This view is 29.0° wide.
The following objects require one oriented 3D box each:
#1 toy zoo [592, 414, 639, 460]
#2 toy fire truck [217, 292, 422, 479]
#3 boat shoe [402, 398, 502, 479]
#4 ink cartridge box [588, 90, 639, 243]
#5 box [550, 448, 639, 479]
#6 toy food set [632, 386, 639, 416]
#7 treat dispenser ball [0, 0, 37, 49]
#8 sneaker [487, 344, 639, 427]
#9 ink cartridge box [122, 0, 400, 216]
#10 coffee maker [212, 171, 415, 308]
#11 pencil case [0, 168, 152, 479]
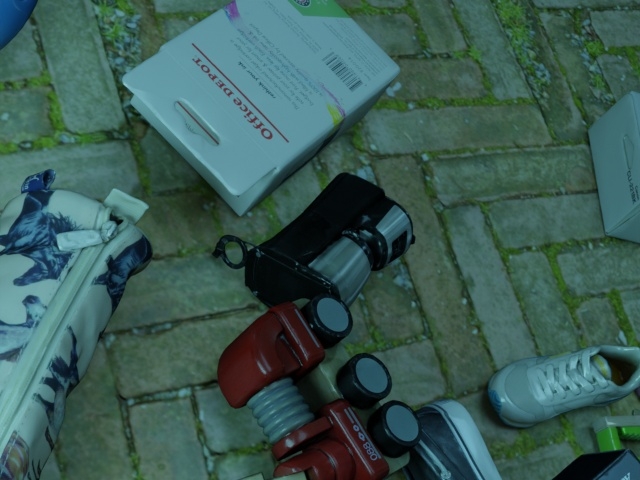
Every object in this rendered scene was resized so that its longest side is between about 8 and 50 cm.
[{"bbox_3d":[0.461,0.362,1.556,0.192,0.030,0.293,3,62,-27],"label":"toy zoo"},{"bbox_3d":[-0.053,0.199,1.316,0.246,0.158,0.217,-19,71,-47],"label":"toy fire truck"},{"bbox_3d":[0.168,0.324,1.372,0.102,0.108,0.301,-17,72,-30],"label":"boat shoe"},{"bbox_3d":[0.548,-0.088,1.843,0.272,0.114,0.197,13,56,-23],"label":"ink cartridge box"},{"bbox_3d":[0.258,0.433,1.215,0.343,0.179,0.312,-39,84,-10],"label":"box"},{"bbox_3d":[0.458,0.197,1.673,0.078,0.019,0.122,31,50,-9],"label":"toy food set"},{"bbox_3d":[-0.435,-0.316,1.312,0.288,0.288,0.288,14,55,-21],"label":"treat dispenser ball"},{"bbox_3d":[0.309,0.173,1.556,0.228,0.092,0.087,-8,67,-32],"label":"sneaker"},{"bbox_3d":[-0.085,-0.177,1.534,0.207,0.119,0.353,46,49,3],"label":"ink cartridge box"},{"bbox_3d":[0.000,0.000,1.471,0.171,0.120,0.178,43,49,2],"label":"coffee maker"},{"bbox_3d":[-0.297,0.129,1.180,0.159,0.183,0.410,28,52,-12],"label":"pencil case"}]
